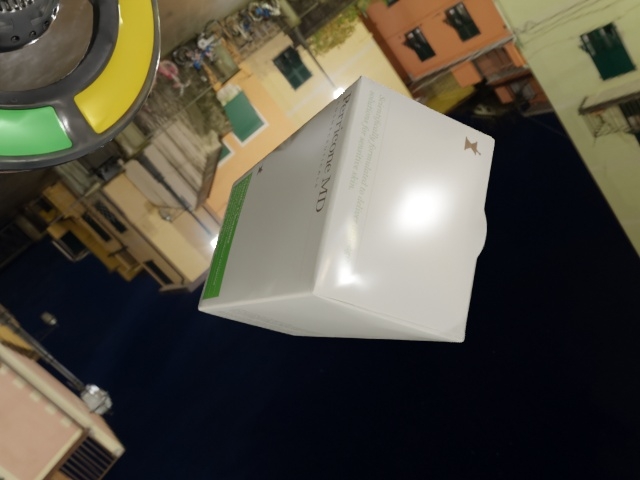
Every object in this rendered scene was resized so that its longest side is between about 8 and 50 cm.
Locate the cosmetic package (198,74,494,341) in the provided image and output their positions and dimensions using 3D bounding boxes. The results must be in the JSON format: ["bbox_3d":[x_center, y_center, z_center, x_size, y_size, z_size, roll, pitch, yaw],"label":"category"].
[{"bbox_3d":[0.000,0.000,0.590,0.365,0.155,0.196,-22,-128,63],"label":"cosmetic package"}]

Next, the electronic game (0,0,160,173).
[{"bbox_3d":[-0.191,-0.151,0.292,0.048,0.229,0.229,-7,-144,40],"label":"electronic game"}]
